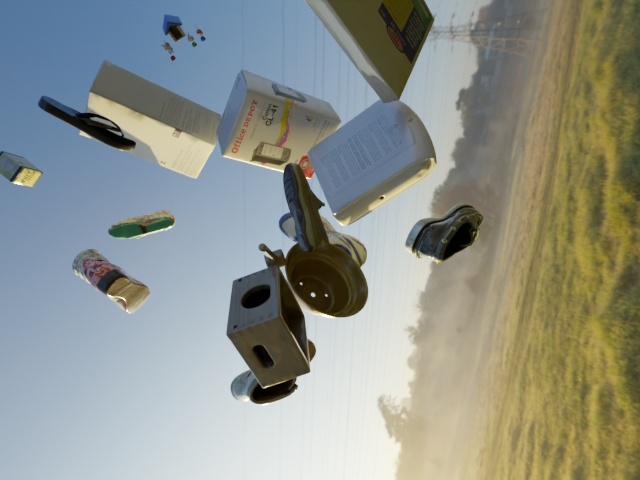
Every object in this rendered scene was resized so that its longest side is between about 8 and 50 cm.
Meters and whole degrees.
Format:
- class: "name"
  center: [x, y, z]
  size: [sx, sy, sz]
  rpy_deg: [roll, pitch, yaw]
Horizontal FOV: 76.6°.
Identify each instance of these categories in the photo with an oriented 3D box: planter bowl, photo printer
- class: "planter bowl"
  center: [-0.001, 0.109, 0.963]
  size: [0.090, 0.217, 0.217]
  rpy_deg: [-55, -2, 40]
- class: "photo printer"
  center: [0.136, -0.218, 1.072]
  size: [0.107, 0.307, 0.256]
  rpy_deg: [32, -150, -54]

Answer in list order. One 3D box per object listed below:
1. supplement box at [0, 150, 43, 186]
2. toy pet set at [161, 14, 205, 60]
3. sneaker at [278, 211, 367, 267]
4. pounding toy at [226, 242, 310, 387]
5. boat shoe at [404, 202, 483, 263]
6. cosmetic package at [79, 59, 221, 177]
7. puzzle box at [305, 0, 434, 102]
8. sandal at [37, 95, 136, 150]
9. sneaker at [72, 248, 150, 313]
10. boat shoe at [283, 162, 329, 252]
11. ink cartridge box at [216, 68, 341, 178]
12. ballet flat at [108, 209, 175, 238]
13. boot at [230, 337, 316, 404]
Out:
- class: "supplement box"
  center: [-0.900, -0.211, 1.207]
  size: [0.056, 0.083, 0.083]
  rpy_deg: [-53, -4, 2]
- class: "toy pet set"
  center: [-0.419, -0.615, 1.194]
  size: [0.114, 0.122, 0.065]
  rpy_deg: [63, -173, 29]
- class: "sneaker"
  center: [0.000, 0.000, 1.216]
  size: [0.131, 0.296, 0.112]
  rpy_deg: [-47, -21, -67]
- class: "pounding toy"
  center: [-0.097, 0.093, 0.661]
  size: [0.206, 0.094, 0.181]
  rpy_deg: [-102, -10, -58]
- class: "boat shoe"
  center: [0.319, -0.015, 0.968]
  size: [0.304, 0.091, 0.109]
  rpy_deg: [-18, -50, -44]
- class: "cosmetic package"
  center: [-0.552, -0.383, 1.336]
  size: [0.384, 0.217, 0.156]
  rpy_deg: [17, -125, -28]
- class: "puzzle box"
  center: [0.096, -0.541, 0.882]
  size: [0.409, 0.052, 0.272]
  rpy_deg: [39, -112, -37]
- class: "sandal"
  center: [-0.629, -0.324, 1.122]
  size: [0.254, 0.097, 0.055]
  rpy_deg: [27, -77, -44]
- class: "sneaker"
  center: [-0.575, 0.110, 1.121]
  size: [0.090, 0.145, 0.270]
  rpy_deg: [-51, -10, -20]
- class: "boat shoe"
  center: [-0.026, -0.073, 0.859]
  size: [0.072, 0.068, 0.190]
  rpy_deg: [-14, -86, -23]
- class: "ink cartridge box"
  center: [-0.127, -0.336, 1.218]
  size: [0.306, 0.131, 0.226]
  rpy_deg: [8, -50, -32]
- class: "ballet flat"
  center: [-0.679, -0.063, 1.552]
  size: [0.077, 0.240, 0.091]
  rpy_deg: [-119, 25, -44]
- class: "boot"
  center: [-0.074, 0.272, 0.853]
  size: [0.213, 0.165, 0.077]
  rpy_deg: [-24, -94, -29]
